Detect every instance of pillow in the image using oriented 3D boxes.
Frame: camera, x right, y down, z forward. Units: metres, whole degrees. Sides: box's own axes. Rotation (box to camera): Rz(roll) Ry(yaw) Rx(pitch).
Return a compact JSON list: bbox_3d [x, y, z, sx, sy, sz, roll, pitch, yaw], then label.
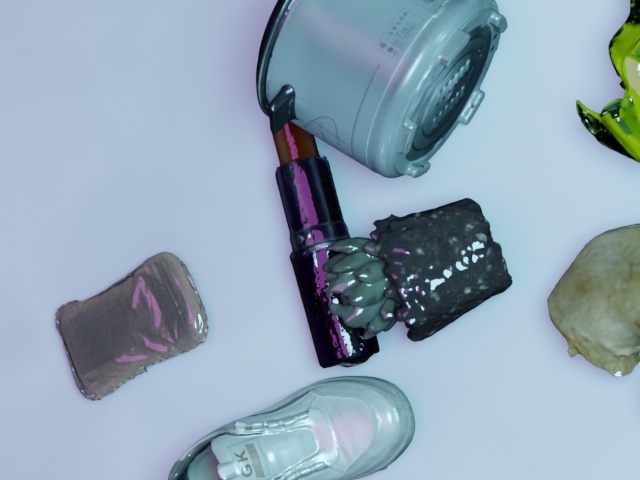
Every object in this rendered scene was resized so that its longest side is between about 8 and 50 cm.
[{"bbox_3d":[-0.239,0.108,1.673,0.211,0.034,0.135,-27,75,21],"label":"pillow"}]

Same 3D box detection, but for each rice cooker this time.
[{"bbox_3d":[0.054,-0.206,1.428,0.227,0.241,0.280,32,67,17],"label":"rice cooker"}]

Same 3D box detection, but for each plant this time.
[{"bbox_3d":[0.103,0.038,1.447,0.194,0.132,0.129,-21,70,5],"label":"plant"}]

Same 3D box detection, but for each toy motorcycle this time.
[{"bbox_3d":[0.346,-0.213,1.327,0.206,0.142,0.342,-13,78,19],"label":"toy motorcycle"}]

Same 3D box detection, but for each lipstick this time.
[{"bbox_3d":[0.000,0.000,1.535,0.081,0.081,0.299,-15,85,24],"label":"lipstick"}]

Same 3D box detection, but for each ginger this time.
[{"bbox_3d":[0.362,0.058,1.339,0.267,0.138,0.152,2,111,36],"label":"ginger"}]

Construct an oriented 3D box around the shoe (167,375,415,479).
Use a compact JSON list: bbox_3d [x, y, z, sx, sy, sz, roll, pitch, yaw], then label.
[{"bbox_3d":[-0.055,0.246,1.519,0.316,0.159,0.124,-27,77,25],"label":"shoe"}]
